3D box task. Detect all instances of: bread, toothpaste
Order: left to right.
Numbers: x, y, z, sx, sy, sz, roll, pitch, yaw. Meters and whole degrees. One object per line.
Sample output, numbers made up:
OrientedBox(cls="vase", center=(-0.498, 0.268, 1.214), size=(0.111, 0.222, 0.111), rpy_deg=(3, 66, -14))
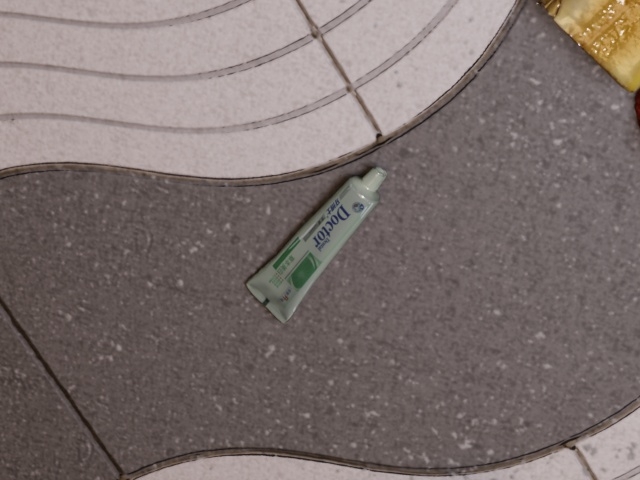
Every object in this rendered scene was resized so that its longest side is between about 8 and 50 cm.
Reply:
OrientedBox(cls="toothpaste", center=(0.000, 0.000, 1.730), size=(0.064, 0.041, 0.218), rpy_deg=(44, 117, 6))
OrientedBox(cls="bread", center=(0.308, -0.238, 1.537), size=(0.134, 0.085, 0.173), rpy_deg=(44, 115, -5))

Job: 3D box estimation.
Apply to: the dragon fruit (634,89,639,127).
OrientedBox(cls="dragon fruit", center=(0.401, -0.147, 1.550), size=(0.122, 0.092, 0.192), rpy_deg=(38, 114, -5))
